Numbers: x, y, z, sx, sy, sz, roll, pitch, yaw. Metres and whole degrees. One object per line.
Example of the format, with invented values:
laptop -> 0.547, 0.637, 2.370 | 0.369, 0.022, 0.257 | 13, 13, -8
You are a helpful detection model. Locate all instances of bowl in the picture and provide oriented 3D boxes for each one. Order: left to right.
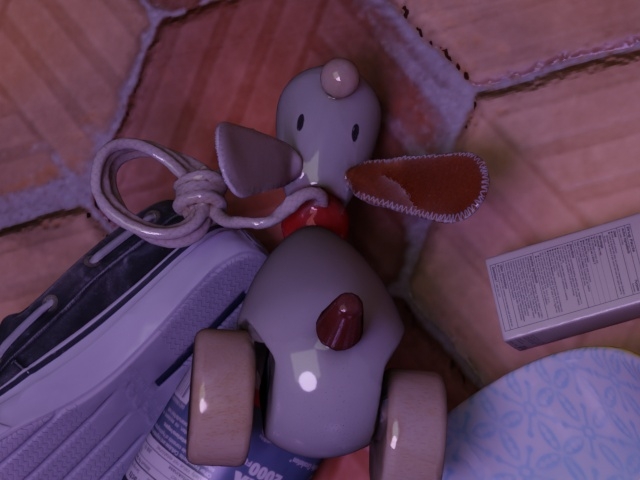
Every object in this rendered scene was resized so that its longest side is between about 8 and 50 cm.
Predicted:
bowl -> 0.137, 0.219, 1.111 | 0.289, 0.289, 0.156 | -42, 109, 8

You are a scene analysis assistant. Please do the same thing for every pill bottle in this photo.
pill bottle -> -0.072, 0.163, 1.252 | 0.108, 0.108, 0.180 | 31, 91, 25

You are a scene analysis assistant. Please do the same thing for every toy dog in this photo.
toy dog -> 0.000, 0.000, 1.170 | 0.220, 0.161, 0.334 | -8, 54, -21

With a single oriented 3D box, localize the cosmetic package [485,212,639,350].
cosmetic package -> 0.170, 0.026, 1.223 | 0.115, 0.041, 0.060 | -16, 72, 18

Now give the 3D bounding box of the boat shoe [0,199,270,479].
boat shoe -> -0.177, 0.104, 1.287 | 0.335, 0.121, 0.119 | -40, 45, -19
